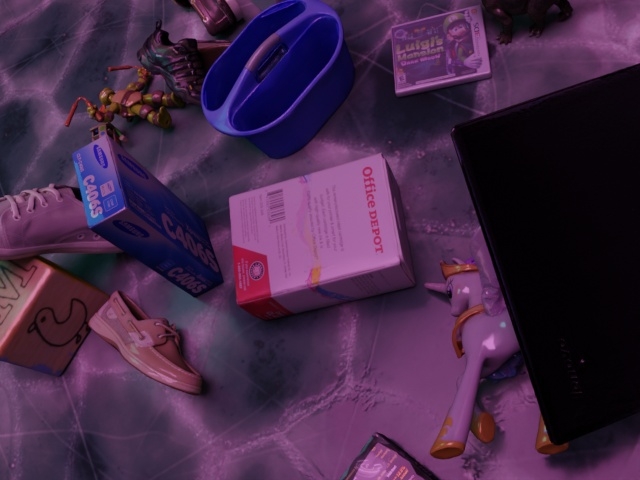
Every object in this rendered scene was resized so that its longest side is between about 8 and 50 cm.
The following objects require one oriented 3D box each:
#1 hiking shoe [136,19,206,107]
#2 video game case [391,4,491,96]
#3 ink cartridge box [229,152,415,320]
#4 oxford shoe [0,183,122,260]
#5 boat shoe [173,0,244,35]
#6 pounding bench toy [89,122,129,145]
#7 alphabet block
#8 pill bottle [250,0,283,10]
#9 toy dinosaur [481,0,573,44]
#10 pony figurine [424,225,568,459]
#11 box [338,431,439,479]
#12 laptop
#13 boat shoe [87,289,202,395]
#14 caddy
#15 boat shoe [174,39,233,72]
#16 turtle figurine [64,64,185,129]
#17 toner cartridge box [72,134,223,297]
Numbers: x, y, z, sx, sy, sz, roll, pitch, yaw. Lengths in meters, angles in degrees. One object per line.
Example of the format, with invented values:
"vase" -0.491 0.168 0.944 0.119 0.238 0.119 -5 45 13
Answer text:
"hiking shoe" -0.296 -0.385 1.487 0.227 0.086 0.114 36 117 -2
"video game case" 0.241 -0.385 1.367 0.190 0.022 0.173 -9 65 18
"ink cartridge box" 0.000 0.000 1.230 0.306 0.131 0.226 -13 63 14
"oxford shoe" -0.559 -0.045 1.308 0.169 0.449 0.130 37 122 45
"boat shoe" -0.315 -0.610 1.632 0.097 0.116 0.324 -42 65 -4
"pounding bench toy" -0.487 -0.243 1.571 0.083 0.052 0.065 -20 62 12
"alphabet block" -0.594 0.134 1.371 0.193 0.192 0.197 25 79 26
"pill bottle" -0.091 -0.625 1.549 0.112 0.112 0.186 22 77 28
"toy dinosaur" 0.390 -0.463 1.263 0.314 0.160 0.121 14 74 27
"pony figurine" 0.298 0.115 0.988 0.351 0.303 0.363 -32 38 35
"box" 0.089 0.489 1.013 0.242 0.076 0.307 34 83 30
"laptop" 0.378 -0.015 0.876 0.236 0.408 0.382 -16 95 25
"boat shoe" -0.325 0.191 1.290 0.302 0.109 0.098 28 81 34
"caddy" -0.089 -0.340 1.387 0.241 0.179 0.341 36 84 29
"boat shoe" -0.279 -0.423 1.558 0.224 0.080 0.073 -1 25 15
"turtle figurine" -0.438 -0.311 1.553 0.217 0.087 0.269 15 45 19
"toner cartridge box" -0.305 -0.031 1.237 0.075 0.348 0.165 -28 61 6
